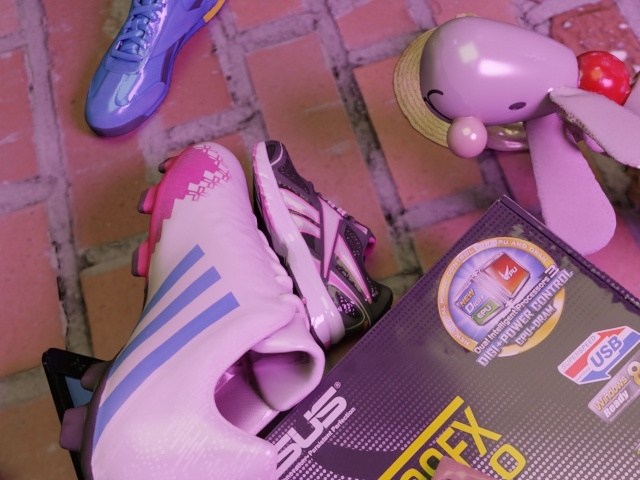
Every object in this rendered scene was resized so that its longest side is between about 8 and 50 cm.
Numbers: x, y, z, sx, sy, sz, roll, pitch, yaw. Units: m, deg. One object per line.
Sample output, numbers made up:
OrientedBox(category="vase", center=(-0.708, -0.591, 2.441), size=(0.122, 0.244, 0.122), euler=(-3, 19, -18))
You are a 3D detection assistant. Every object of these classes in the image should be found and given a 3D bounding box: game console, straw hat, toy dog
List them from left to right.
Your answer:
OrientedBox(category="game console", center=(-0.122, 0.117, 0.748), size=(0.071, 0.107, 0.122), euler=(-40, 55, 18))
OrientedBox(category="straw hat", center=(0.125, -0.149, 0.877), size=(0.144, 0.061, 0.145), euler=(-5, 57, 8))
OrientedBox(category="toy dog", center=(0.230, -0.036, 0.706), size=(0.333, 0.220, 0.161), euler=(6, 74, 18))

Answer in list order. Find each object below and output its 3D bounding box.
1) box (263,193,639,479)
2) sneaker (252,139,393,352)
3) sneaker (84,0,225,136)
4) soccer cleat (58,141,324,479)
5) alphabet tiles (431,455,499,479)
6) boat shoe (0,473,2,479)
OrientedBox(category="box", center=(0.104, 0.136, 0.668), size=(0.270, 0.060, 0.216), euler=(-45, 61, -4))
OrientedBox(category="sneaker", center=(0.000, 0.000, 0.810), size=(0.077, 0.072, 0.178), euler=(-15, 64, -14))
OrientedBox(category="sneaker", center=(-0.152, -0.188, 0.940), size=(0.069, 0.082, 0.209), euler=(20, 65, 19))
OrientedBox(category="soccer cleat", center=(-0.061, 0.051, 0.726), size=(0.143, 0.116, 0.331), euler=(-3, 41, 10))
OrientedBox(category="alphabet tiles", center=(0.072, 0.250, 0.590), size=(0.198, 0.009, 0.237), euler=(20, 75, 26))
OrientedBox(category="boat shoe", center=(-0.348, 0.224, 0.705), size=(0.285, 0.103, 0.092), euler=(-41, 55, -20))
